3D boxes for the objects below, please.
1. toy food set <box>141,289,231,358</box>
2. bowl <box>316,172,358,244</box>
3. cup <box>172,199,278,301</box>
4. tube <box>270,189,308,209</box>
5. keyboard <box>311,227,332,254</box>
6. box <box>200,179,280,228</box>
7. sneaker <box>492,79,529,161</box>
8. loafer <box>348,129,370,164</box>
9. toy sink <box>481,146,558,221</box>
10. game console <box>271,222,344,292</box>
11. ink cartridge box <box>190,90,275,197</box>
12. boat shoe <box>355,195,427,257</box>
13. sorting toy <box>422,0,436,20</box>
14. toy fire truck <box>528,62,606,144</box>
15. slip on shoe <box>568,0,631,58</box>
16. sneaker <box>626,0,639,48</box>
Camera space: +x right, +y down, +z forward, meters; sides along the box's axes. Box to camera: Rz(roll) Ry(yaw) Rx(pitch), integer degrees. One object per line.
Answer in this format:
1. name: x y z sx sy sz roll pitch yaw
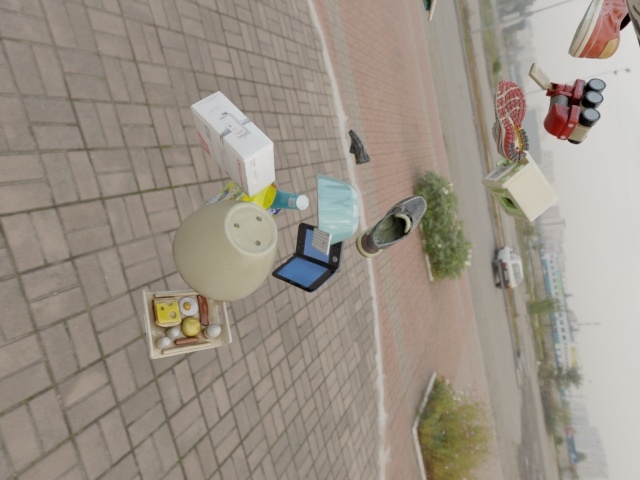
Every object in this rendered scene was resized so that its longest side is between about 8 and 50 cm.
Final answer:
1. toy food set: -0.450 0.264 1.467 0.306 0.092 0.219 4 67 -51
2. bowl: 0.067 -0.123 1.775 0.311 0.163 0.311 178 -90 -89
3. cup: -0.264 0.004 1.352 0.331 0.237 0.331 14 64 -30
4. tube: -0.122 -0.146 1.591 0.052 0.207 0.080 32 79 -35
5. keyboard: 0.000 0.000 1.522 0.256 0.014 0.072 -153 -103 -76
6. box: -0.344 -0.137 1.852 0.290 0.279 0.177 -47 118 -19
7. sneaker: 0.523 -0.337 1.230 0.092 0.088 0.225 -127 -159 -67
8. loafer: 0.141 -0.359 1.692 0.170 0.061 0.062 54 12 -43
9. toy sink: 0.653 -0.195 1.466 0.234 0.131 0.153 50 2 -15
10. game console: -0.061 0.067 1.935 0.173 0.293 0.250 -5 106 -45
11. ink cartridge box: -0.279 -0.308 1.408 0.117 0.283 0.207 -37 160 -21
12. boat shoe: 0.177 -0.036 0.981 0.224 0.073 0.080 -35 97 -27
13. sorting toy: 0.412 -0.991 1.664 0.193 0.038 0.208 49 34 -81
14. toy fire truck: 0.798 -0.469 1.446 0.158 0.246 0.217 82 30 -63
15. slip on shoe: 0.703 -0.553 1.053 0.331 0.101 0.123 -57 163 -24
16. sneaker: 0.487 -0.296 0.576 0.330 0.122 0.146 57 40 -3
